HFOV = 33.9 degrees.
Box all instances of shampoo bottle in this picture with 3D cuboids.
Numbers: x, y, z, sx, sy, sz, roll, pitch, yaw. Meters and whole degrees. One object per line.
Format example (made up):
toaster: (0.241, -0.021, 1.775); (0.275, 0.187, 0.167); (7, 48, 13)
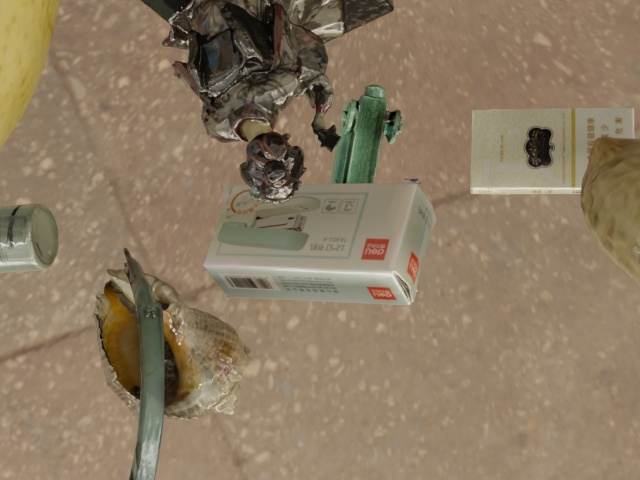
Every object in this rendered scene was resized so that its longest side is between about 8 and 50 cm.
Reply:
shampoo bottle: (-0.470, 0.004, 1.335); (0.262, 0.085, 0.085); (-4, 109, 11)

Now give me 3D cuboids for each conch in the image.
conch: (-0.200, 0.140, 1.316); (0.163, 0.178, 0.245); (-33, 103, 20)

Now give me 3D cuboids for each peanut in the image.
peanut: (0.309, 0.022, 0.841); (0.120, 0.298, 0.136); (-28, 145, -3)

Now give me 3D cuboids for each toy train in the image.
toy train: (0.059, -0.120, 1.677); (0.101, 0.159, 0.248); (12, 84, -9)

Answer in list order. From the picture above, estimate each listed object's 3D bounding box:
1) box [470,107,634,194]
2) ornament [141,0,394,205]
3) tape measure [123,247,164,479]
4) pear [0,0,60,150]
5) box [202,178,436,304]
box: (0.241, -0.093, 1.094); (0.166, 0.024, 0.090); (1, 76, 11)
ornament: (-0.033, -0.106, 0.779); (0.166, 0.196, 0.153); (-21, 151, 22)
tape measure: (-0.124, 0.152, 0.560); (0.084, 0.330, 0.164); (14, 135, -43)
pear: (-0.252, -0.121, 0.419); (0.309, 0.309, 0.309); (1, 109, 2)
box: (0.000, 0.000, 1.291); (0.269, 0.135, 0.079); (2, 147, 27)
